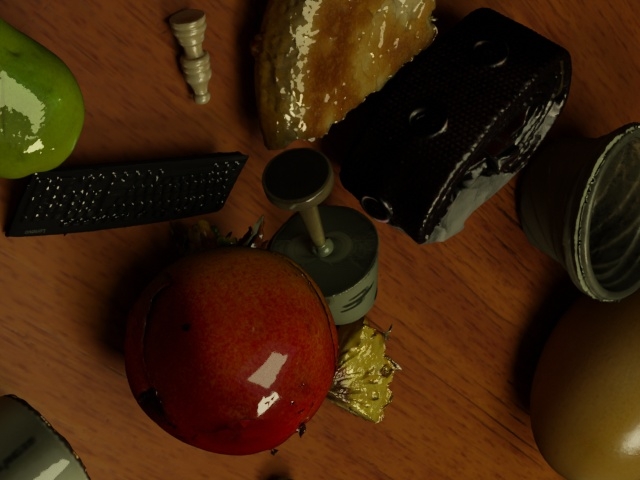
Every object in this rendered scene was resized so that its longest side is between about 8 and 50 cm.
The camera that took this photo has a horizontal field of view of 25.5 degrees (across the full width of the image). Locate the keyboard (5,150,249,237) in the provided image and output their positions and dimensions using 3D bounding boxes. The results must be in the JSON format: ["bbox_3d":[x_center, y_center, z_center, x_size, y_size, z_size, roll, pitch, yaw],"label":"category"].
[{"bbox_3d":[-0.178,-0.043,1.335,0.250,0.017,0.087,-9,139,-44],"label":"keyboard"}]

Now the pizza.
[{"bbox_3d":[0.033,-0.239,1.445,0.226,0.086,0.336,17,95,-52],"label":"pizza"}]

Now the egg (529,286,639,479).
[{"bbox_3d":[0.414,0.184,1.879,0.322,0.250,0.250,-48,134,-9],"label":"egg"}]

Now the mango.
[{"bbox_3d":[-0.273,-0.121,1.186,0.163,0.089,0.117,35,88,-35],"label":"mango"}]

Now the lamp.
[{"bbox_3d":[0.000,0.000,1.473,0.121,0.121,0.215,-48,148,-21],"label":"lamp"}]

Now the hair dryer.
[{"bbox_3d":[-0.230,0.327,1.240,0.203,0.362,0.128,-42,174,-28],"label":"hair dryer"}]

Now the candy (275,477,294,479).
[{"bbox_3d":[-0.003,0.321,1.663,0.201,0.060,0.060,35,80,-55],"label":"candy"}]

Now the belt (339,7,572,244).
[{"bbox_3d":[0.140,-0.128,1.551,0.289,0.164,0.184,-45,158,-26],"label":"belt"}]

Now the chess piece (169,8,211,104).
[{"bbox_3d":[-0.120,-0.172,1.354,0.035,0.035,0.092,-32,130,-33],"label":"chess piece"}]

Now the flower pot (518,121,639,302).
[{"bbox_3d":[0.342,-0.048,1.793,0.235,0.140,0.236,-21,121,-41],"label":"flower pot"}]

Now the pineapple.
[{"bbox_3d":[0.029,0.146,1.617,0.116,0.069,0.137,-15,107,-35],"label":"pineapple"}]

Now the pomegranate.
[{"bbox_3d":[-0.086,0.092,1.373,0.210,0.210,0.235,12,64,-47],"label":"pomegranate"}]
